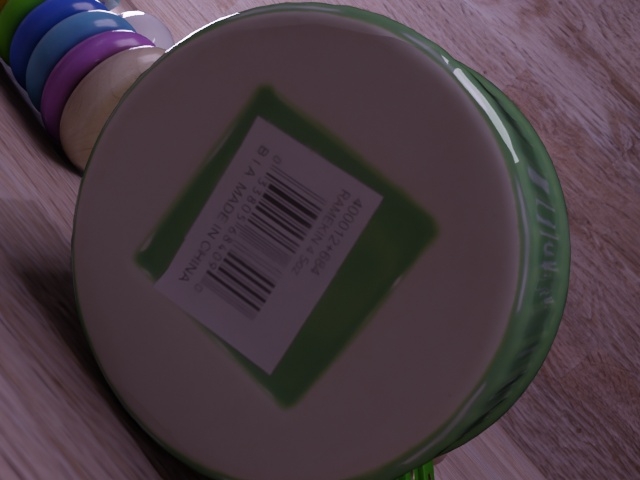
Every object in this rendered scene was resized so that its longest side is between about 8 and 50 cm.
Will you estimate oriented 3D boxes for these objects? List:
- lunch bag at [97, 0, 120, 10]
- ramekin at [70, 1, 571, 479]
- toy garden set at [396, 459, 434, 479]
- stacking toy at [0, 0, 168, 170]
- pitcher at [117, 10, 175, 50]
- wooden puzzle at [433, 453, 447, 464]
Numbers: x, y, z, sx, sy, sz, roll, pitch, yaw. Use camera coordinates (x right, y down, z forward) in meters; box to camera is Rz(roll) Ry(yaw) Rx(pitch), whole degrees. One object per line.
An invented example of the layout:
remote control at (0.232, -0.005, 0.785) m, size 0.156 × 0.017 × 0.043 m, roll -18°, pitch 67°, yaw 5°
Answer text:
lunch bag at (-0.448, -0.454, 1.184) m, size 0.279 × 0.108 × 0.224 m, roll 50°, pitch -1°, yaw -7°
ramekin at (-0.002, 0.006, 0.467) m, size 0.303 × 0.303 × 0.148 m, roll 50°, pitch 13°, yaw 14°
toy garden set at (0.046, 0.156, 0.670) m, size 0.244 × 0.049 × 0.204 m, roll 46°, pitch 37°, yaw -58°
stacking toy at (-0.284, -0.217, 0.754) m, size 0.330 × 0.141 × 0.141 m, roll 43°, pitch 3°, yaw 18°
pitcher at (-0.287, -0.267, 1.213) m, size 0.207 × 0.125 × 0.178 m, roll -106°, pitch 177°, yaw -55°
wooden puzzle at (0.084, 0.101, 1.039) m, size 0.322 × 0.080 × 0.348 m, roll 44°, pitch 43°, yaw -45°
